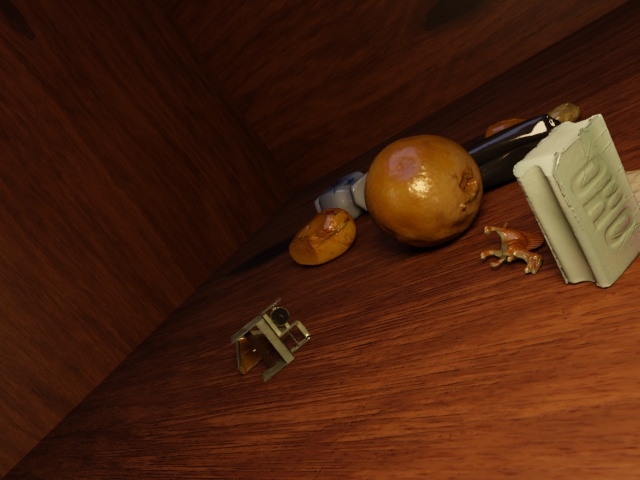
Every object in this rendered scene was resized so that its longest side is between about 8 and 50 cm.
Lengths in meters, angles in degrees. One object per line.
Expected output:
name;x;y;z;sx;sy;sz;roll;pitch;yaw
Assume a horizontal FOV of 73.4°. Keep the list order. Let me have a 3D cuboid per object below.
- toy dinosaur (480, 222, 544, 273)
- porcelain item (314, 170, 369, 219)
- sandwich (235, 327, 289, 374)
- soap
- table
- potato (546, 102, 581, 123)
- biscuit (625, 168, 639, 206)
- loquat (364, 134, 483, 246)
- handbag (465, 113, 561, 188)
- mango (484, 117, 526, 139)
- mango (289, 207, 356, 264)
toy dinosaur;0.436;-0.002;0.955;0.142;0.057;0.212;-2;35;45
porcelain item;0.133;-0.200;2.041;0.242;0.178;0.405;-42;13;-23
sandwich;-0.177;0.340;1.332;0.163;0.113;0.079;-3;2;-21
soap;0.443;-0.065;0.722;0.150;0.261;0.094;-41;19;-20
table;-0.130;0.270;1.180;0.175;0.146;0.062;-38;14;-8
potato;0.780;-0.400;1.414;0.138;0.070;0.091;-30;14;21
biscuit;0.624;-0.094;0.850;0.188;0.040;0.265;-37;14;-16
loquat;0.285;-0.138;1.211;0.328;0.328;0.328;-33;14;10
handbag;0.575;-0.270;1.344;0.342;0.152;0.288;-22;7;31
mango;0.700;-0.413;1.619;0.159;0.084;0.105;-27;22;31
mango;0.000;0.000;1.735;0.199;0.201;0.350;0;-21;-38
